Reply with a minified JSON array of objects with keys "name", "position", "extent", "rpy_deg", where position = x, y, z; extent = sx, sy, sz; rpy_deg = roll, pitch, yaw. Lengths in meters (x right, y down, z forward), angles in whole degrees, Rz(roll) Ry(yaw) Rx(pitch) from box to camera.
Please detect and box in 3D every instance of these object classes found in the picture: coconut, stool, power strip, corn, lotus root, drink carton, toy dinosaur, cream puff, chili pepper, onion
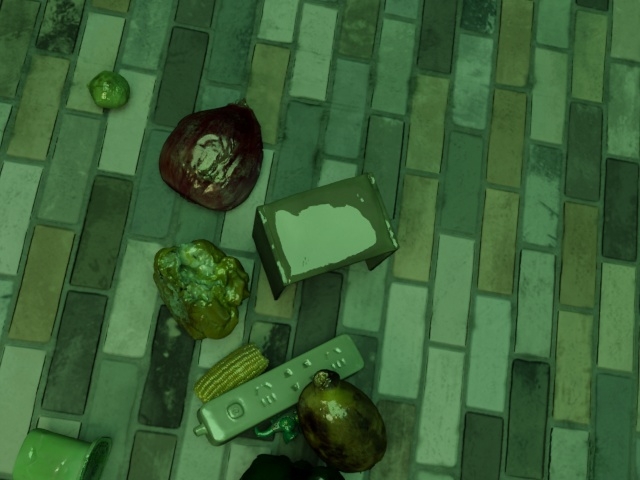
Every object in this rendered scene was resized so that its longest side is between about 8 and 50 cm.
[{"name":"coconut","position":[-0.481,-0.341,1.632],"extent":[0.096,0.088,0.087],"rpy_deg":[9,75,-13]},{"name":"stool","position":[0.000,0.000,1.514],"extent":[0.244,0.269,0.170],"rpy_deg":[-17,80,-11]},{"name":"power strip","position":[-0.087,0.310,1.494],"extent":[0.385,0.062,0.091],"rpy_deg":[-23,76,-25]},{"name":"corn","position":[-0.187,0.288,1.525],"extent":[0.165,0.063,0.085],"rpy_deg":[-37,72,-15]},{"name":"lotus root","position":[0.038,0.365,1.439],"extent":[0.169,0.314,0.141],"rpy_deg":[13,52,40]},{"name":"drink carton","position":[-0.509,0.437,1.415],"extent":[0.143,0.146,0.144],"rpy_deg":[16,74,6]},{"name":"toy dinosaur","position":[-0.078,0.377,1.526],"extent":[0.132,0.059,0.096],"rpy_deg":[-29,73,-21]},{"name":"cream puff","position":[-0.238,0.101,1.520],"extent":[0.195,0.194,0.221],"rpy_deg":[-34,71,-14]},{"name":"chili pepper","position":[-0.066,0.550,1.397],"extent":[0.249,0.233,0.256],"rpy_deg":[13,71,-21]},{"name":"onion","position":[-0.229,-0.215,1.616],"extent":[0.227,0.120,0.283],"rpy_deg":[26,74,-5]}]
